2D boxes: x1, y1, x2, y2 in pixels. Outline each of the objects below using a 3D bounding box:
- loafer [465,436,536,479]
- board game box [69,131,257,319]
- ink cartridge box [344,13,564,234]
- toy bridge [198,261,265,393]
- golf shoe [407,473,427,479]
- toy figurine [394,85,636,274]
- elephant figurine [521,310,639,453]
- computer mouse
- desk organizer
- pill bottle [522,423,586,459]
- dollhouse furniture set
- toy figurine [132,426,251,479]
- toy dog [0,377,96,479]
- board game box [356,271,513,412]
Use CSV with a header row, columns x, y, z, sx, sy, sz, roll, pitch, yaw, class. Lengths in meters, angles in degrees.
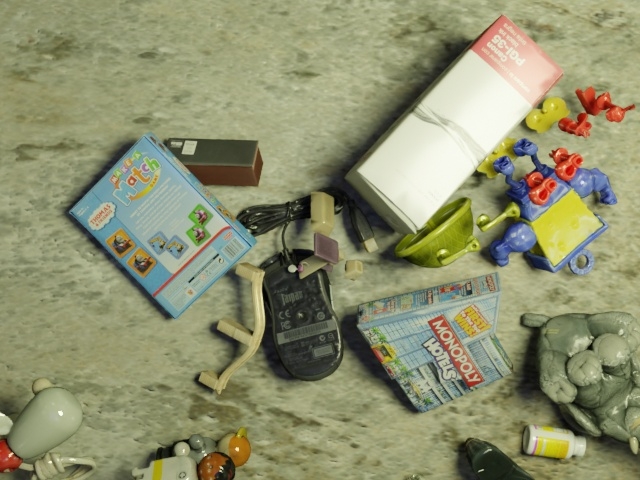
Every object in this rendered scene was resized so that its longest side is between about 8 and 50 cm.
x,y,z,sx,sy,sz,roll,pitch,yaw,class
0.266,0.339,1.657,0.062,0.061,0.170,-38,114,1,loafer
-0.217,-0.019,1.602,0.160,0.039,0.211,-43,95,17,board game box
0.172,-0.149,1.567,0.117,0.207,0.283,44,88,-3,ink cartridge box
-0.113,0.128,1.612,0.063,0.026,0.188,25,103,26,toy bridge
0.142,0.420,1.656,0.086,0.069,0.176,9,96,-21,golf shoe
0.308,-0.015,1.590,0.362,0.191,0.217,-41,114,-10,toy figurine
0.403,0.220,1.627,0.169,0.186,0.239,-20,123,30,elephant figurine
0.001,0.057,1.635,0.184,0.060,0.262,-20,81,0,computer mouse
-0.149,-0.108,1.622,0.130,0.050,0.047,3,57,11,desk organizer
0.336,0.290,1.669,0.083,0.043,0.043,9,90,-4,pill bottle
0.000,0.000,1.609,0.091,0.081,0.114,24,52,-36,dollhouse furniture set
-0.147,0.364,1.551,0.148,0.213,0.209,-12,87,8,toy figurine
-0.481,0.270,1.554,0.334,0.220,0.161,-21,61,-11,toy dog
0.181,0.134,1.590,0.194,0.060,0.194,-27,113,16,board game box
